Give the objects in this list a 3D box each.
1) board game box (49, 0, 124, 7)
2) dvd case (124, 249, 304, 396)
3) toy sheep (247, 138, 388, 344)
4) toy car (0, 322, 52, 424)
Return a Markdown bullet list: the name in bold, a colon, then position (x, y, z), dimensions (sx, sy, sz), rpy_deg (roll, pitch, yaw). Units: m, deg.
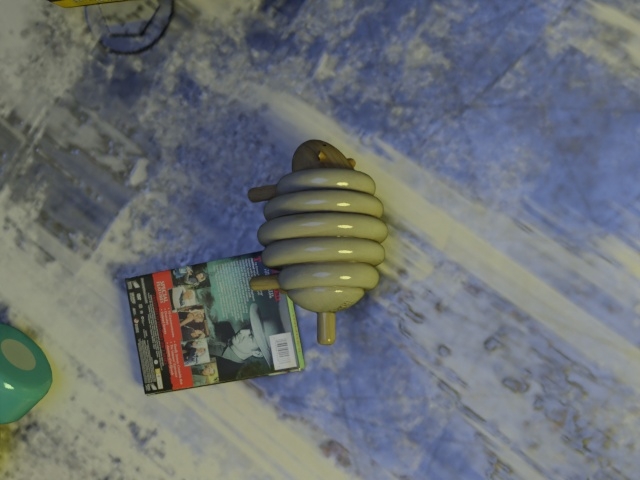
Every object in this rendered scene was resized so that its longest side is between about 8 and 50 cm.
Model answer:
- **board game box**: position (-0.131, -0.198, 0.526), dimensions (0.170, 0.141, 0.048), rpy_deg (-1, 91, 15)
- **dvd case**: position (-0.076, 0.058, 0.574), dimensions (0.119, 0.013, 0.087), rpy_deg (-12, 86, 16)
- **toy sheep**: position (0.000, 0.000, 0.518), dimensions (0.091, 0.091, 0.132), rpy_deg (-6, 84, 16)
- **toy car**: position (-0.352, 0.115, 0.535), dimensions (0.219, 0.238, 0.210), rpy_deg (-44, 79, 11)
